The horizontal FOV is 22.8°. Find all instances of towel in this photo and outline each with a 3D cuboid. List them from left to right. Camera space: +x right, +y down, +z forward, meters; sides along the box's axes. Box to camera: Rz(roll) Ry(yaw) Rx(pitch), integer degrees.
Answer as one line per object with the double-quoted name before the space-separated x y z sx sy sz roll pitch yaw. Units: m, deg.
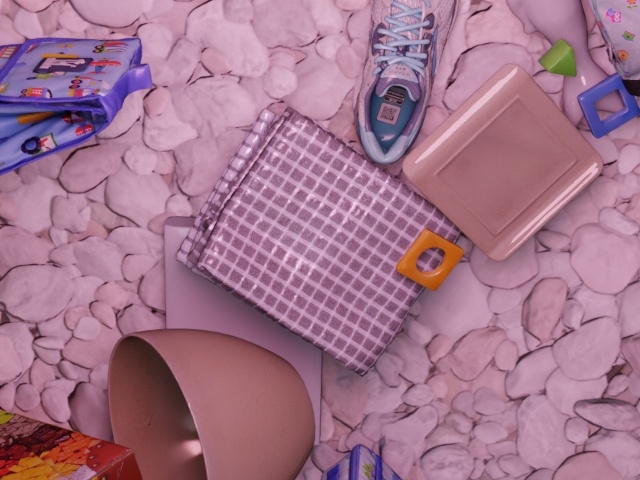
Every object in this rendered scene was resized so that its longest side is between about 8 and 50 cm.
"towel" 0.000 0.000 1.912 0.283 0.121 0.235 32 93 -16

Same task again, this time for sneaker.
"sneaker" 0.103 -0.219 1.850 0.110 0.122 0.283 7 113 1

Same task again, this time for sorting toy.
"sorting toy" 0.210 -0.092 1.858 0.347 0.047 0.196 -43 123 7

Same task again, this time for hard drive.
"hard drive" -0.098 0.120 2.055 0.203 0.040 0.308 3 113 3

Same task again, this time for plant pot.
"plant pot" -0.119 0.232 1.963 0.191 0.284 0.284 -13 117 -29

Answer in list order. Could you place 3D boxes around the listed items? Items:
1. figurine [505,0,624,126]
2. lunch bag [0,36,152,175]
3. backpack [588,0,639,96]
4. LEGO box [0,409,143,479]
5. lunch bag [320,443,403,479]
"figurine" 0.347 -0.249 1.844 0.215 0.092 0.209 -22 114 14
"lunch bag" -0.337 -0.157 1.854 0.293 0.221 0.138 -11 112 9
"backpack" 0.365 -0.255 1.727 0.152 0.115 0.182 -23 119 18
"LEGO box" -0.353 0.486 2.051 0.372 0.193 0.500 7 121 45
"lunch bag" 0.072 0.376 2.054 0.090 0.219 0.176 -40 104 18
